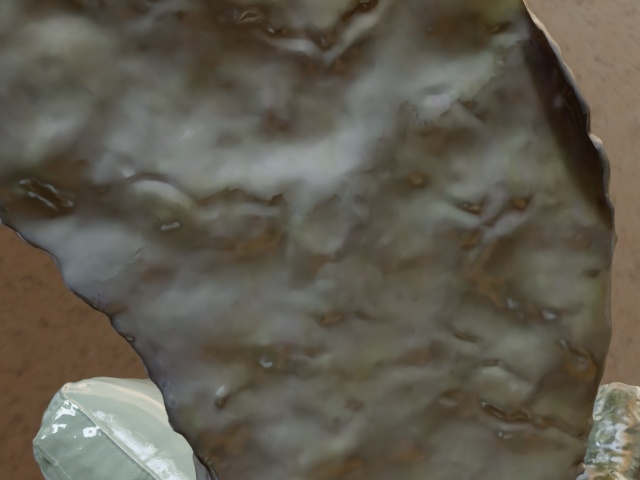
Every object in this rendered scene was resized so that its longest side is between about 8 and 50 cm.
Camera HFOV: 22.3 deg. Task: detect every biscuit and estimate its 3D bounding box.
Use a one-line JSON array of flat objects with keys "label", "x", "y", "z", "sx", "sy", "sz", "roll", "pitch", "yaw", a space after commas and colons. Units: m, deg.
[{"label": "biscuit", "x": 0.001, "y": -0.004, "z": 0.380, "sx": 0.133, "sy": 0.032, "sz": 0.250, "roll": -32, "pitch": 115, "yaw": 1}]

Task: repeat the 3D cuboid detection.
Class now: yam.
[{"label": "yam", "x": 0.183, "y": 0.199, "z": 1.090, "sx": 0.061, "sy": 0.253, "sz": 0.061, "roll": 11, "pitch": 134, "yaw": 12}]

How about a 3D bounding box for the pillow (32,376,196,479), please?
[{"label": "pillow", "x": -0.044, "y": 0.188, "z": 1.099, "sx": 0.255, "sy": 0.322, "sz": 0.119, "roll": 39, "pitch": 95, "yaw": 15}]
